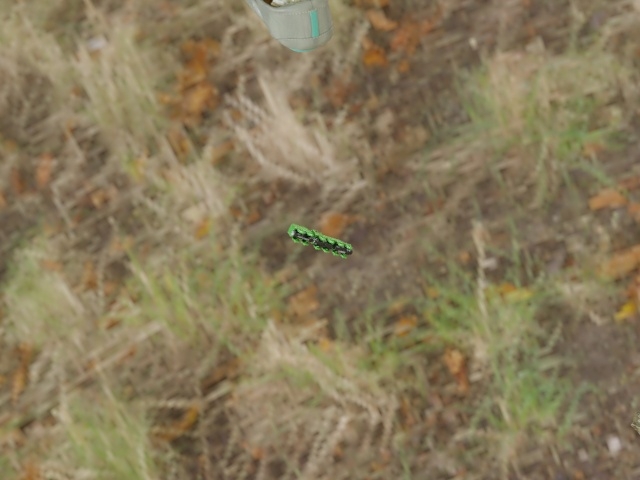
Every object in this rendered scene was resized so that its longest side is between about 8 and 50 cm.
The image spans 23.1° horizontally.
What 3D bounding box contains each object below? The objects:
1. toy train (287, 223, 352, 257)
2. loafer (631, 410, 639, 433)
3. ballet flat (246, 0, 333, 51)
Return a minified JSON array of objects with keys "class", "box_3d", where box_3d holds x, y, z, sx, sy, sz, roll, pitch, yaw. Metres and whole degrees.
[{"class":"toy train","box_3d":[0.000,0.000,1.753,0.017,0.083,0.023,-60,34,17]},{"class":"loafer","box_3d":[0.421,0.268,1.881,0.050,0.148,0.056,-42,5,-9]},{"class":"ballet flat","box_3d":[-0.054,-0.252,1.427,0.072,0.068,0.213,-26,50,-19]}]
